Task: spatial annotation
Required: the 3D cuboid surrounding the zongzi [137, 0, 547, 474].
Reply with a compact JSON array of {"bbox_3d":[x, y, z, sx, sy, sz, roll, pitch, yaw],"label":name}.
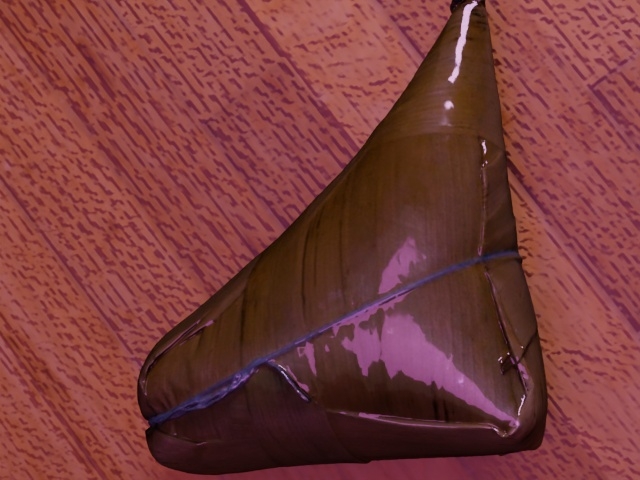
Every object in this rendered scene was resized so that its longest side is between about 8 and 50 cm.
[{"bbox_3d":[0.000,0.000,0.761,0.228,0.115,0.256,-8,86,18],"label":"zongzi"}]
